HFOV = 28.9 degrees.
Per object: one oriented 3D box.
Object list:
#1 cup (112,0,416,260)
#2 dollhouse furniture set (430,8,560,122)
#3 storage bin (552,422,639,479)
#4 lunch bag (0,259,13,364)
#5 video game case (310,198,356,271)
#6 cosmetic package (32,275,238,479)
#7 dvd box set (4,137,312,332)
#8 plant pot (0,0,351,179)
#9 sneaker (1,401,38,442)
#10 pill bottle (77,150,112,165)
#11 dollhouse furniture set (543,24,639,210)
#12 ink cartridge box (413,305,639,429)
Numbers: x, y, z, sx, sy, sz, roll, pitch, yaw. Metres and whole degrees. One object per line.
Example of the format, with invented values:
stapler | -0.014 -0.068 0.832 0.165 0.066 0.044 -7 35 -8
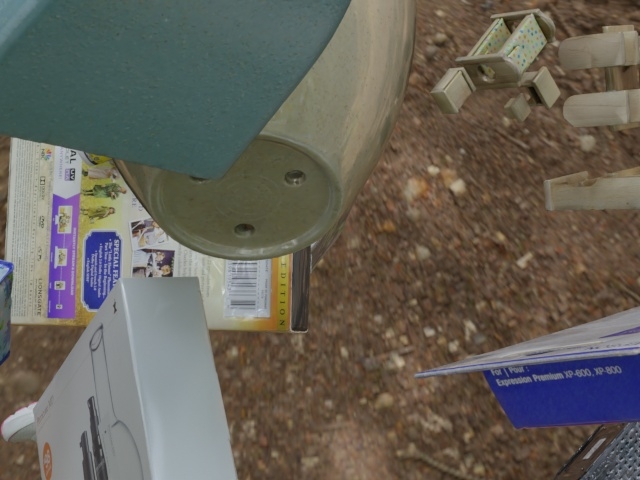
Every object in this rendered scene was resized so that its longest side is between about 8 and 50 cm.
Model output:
cup | -0.069 -0.123 1.126 0.330 0.237 0.331 -1 140 -1
dollhouse furniture set | 0.279 -0.216 1.811 0.182 0.101 0.161 -52 122 -26
storage bin | 0.345 0.268 1.437 0.084 0.180 0.122 43 81 9
lunch bag | -0.389 0.071 1.242 0.151 0.096 0.129 13 127 1
video game case | 0.000 0.000 1.951 0.022 0.190 0.173 33 58 7
cosmetic package | -0.208 0.245 1.333 0.097 0.377 0.285 2 61 -27
dvd box set | -0.212 -0.038 1.594 0.420 0.062 0.308 -1 85 22
plant pot | -0.108 -0.223 0.798 0.252 0.247 0.247 -39 60 31
sneaker | -0.408 0.332 2.084 0.252 0.103 0.111 0 66 -6
pill bottle | -0.246 -0.140 1.547 0.116 0.065 0.065 -19 105 11
dollhouse furniture set | 0.393 -0.167 1.690 0.161 0.212 0.242 0 99 42
ink cartridge box | 0.253 0.070 0.834 0.370 0.175 0.069 -8 86 -41
